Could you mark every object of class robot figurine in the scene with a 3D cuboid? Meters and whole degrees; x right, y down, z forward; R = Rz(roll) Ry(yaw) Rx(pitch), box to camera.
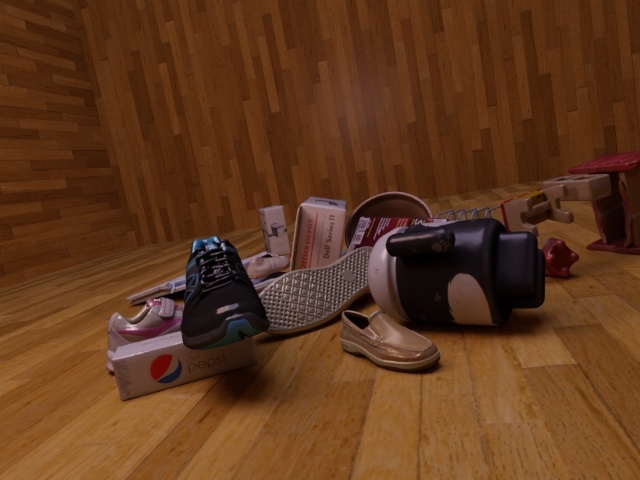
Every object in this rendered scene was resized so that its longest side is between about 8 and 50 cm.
[{"bbox_3d":[0.214,0.050,0.795,0.278,0.209,0.173,-5,22,35],"label":"robot figurine"}]

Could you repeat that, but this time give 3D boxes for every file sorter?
[{"bbox_3d":[0.434,-0.037,1.399,0.118,0.104,0.170,-17,9,-43],"label":"file sorter"}]

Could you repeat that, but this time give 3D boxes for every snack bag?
[{"bbox_3d":[-0.373,0.110,1.511,0.342,0.037,0.323,-17,3,27],"label":"snack bag"}]

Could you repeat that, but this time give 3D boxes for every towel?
[{"bbox_3d":[-0.199,0.118,1.408,0.209,0.034,0.285,-15,9,-35],"label":"towel"}]

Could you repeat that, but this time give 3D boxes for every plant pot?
[{"bbox_3d":[0.193,-0.005,1.299,0.237,0.237,0.110,-8,-33,17],"label":"plant pot"}]

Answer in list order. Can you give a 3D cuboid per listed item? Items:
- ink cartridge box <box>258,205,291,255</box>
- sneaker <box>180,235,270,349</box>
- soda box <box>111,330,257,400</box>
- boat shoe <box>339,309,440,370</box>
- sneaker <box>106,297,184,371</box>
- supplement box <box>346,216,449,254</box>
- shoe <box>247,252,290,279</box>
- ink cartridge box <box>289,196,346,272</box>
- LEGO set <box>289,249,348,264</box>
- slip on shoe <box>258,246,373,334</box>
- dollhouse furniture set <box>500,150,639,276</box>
[{"bbox_3d":[-0.185,-0.040,1.947,0.082,0.190,0.139,-13,8,-15],"label":"ink cartridge box"},{"bbox_3d":[-0.172,0.074,0.771,0.125,0.139,0.341,-11,9,-19],"label":"sneaker"},{"bbox_3d":[-0.218,0.187,0.790,0.216,0.069,0.074,-12,8,-14],"label":"soda box"},{"bbox_3d":[0.089,0.138,0.708,0.068,0.072,0.190,-16,10,-38],"label":"boat shoe"},{"bbox_3d":[-0.284,0.159,0.922,0.252,0.111,0.103,-15,9,-30],"label":"sneaker"},{"bbox_3d":[0.187,0.016,1.143,0.239,0.130,0.073,3,-30,39],"label":"supplement box"},{"bbox_3d":[-0.146,0.063,1.389,0.076,0.058,0.219,-8,4,18],"label":"shoe"},{"bbox_3d":[0.000,0.000,1.286,0.119,0.207,0.353,8,10,2],"label":"ink cartridge box"},{"bbox_3d":[-0.027,0.041,1.655,0.244,0.060,0.182,-9,4,16],"label":"LEGO set"},{"bbox_3d":[0.002,0.109,0.989,0.331,0.123,0.101,-23,-18,-39],"label":"slip on shoe"},{"bbox_3d":[0.542,-0.044,1.008,0.374,0.201,0.152,-19,10,-15],"label":"dollhouse furniture set"}]
